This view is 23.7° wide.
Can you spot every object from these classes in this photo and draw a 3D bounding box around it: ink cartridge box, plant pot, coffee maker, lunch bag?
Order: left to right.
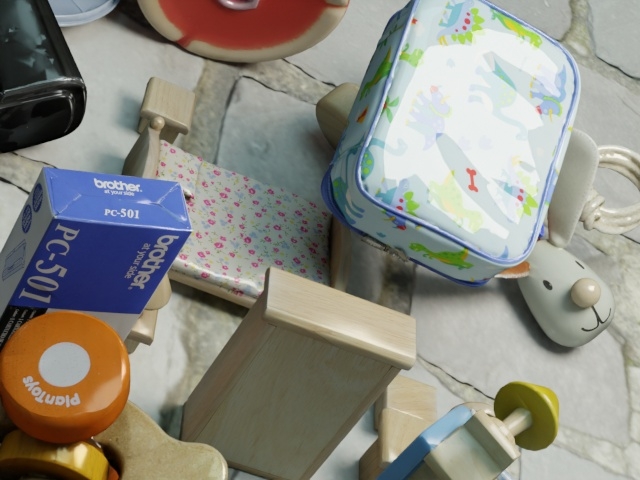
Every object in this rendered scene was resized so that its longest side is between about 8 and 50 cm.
[{"bbox_3d":[-0.248,-0.174,1.218,0.120,0.171,0.178,52,14,-73],"label":"coffee maker"},{"bbox_3d":[-0.173,0.036,1.032,0.097,0.207,0.046,6,49,-30],"label":"ink cartridge box"},{"bbox_3d":[-0.070,-0.318,1.425,0.275,0.275,0.243,15,55,-22],"label":"plant pot"},{"bbox_3d":[0.112,-0.083,1.235,0.176,0.090,0.219,25,67,-13],"label":"lunch bag"}]

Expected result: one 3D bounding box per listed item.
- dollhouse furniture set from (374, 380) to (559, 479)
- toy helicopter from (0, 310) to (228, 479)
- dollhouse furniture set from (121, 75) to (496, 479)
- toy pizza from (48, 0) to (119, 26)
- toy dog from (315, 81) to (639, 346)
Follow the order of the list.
[{"bbox_3d":[0.152,0.254,0.973,0.286,0.303,0.198,48,43,14],"label":"dollhouse furniture set"},{"bbox_3d":[-0.122,0.229,0.932,0.355,0.140,0.235,36,59,15],"label":"toy helicopter"},{"bbox_3d":[0.000,0.000,1.212,0.303,0.174,0.355,21,43,-17],"label":"dollhouse furniture set"},{"bbox_3d":[-0.275,-0.259,1.381,0.201,0.032,0.201,19,42,-18],"label":"toy pizza"},{"bbox_3d":[0.154,-0.067,1.366,0.334,0.161,0.220,31,76,2],"label":"toy dog"}]
